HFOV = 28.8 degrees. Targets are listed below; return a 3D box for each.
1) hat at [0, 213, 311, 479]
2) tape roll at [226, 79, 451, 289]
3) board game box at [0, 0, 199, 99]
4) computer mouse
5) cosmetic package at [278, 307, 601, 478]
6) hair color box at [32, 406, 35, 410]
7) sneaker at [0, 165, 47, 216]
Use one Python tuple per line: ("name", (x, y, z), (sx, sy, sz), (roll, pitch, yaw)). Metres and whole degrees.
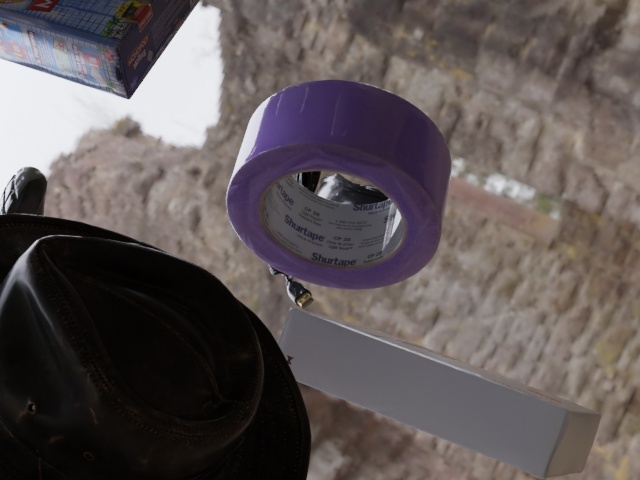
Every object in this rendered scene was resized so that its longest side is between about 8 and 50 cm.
("hat", (-0.140, 0.080, 0.825), (0.331, 0.331, 0.134), (-44, -9, -42))
("tape roll", (0.017, -0.045, 1.092), (0.189, 0.189, 0.080), (87, -168, -49))
("board game box", (-0.232, -0.221, 1.172), (0.194, 0.194, 0.060), (-66, -21, -44))
("computer mouse", (0.000, 0.000, 1.514), (0.060, 0.262, 0.184), (12, -82, -29))
("cosmetic package", (0.159, 0.201, 1.636), (0.284, 0.377, 0.097), (17, -89, -68))
("hair color box", (-0.371, 0.209, 1.390), (0.053, 0.093, 0.167), (-52, 26, 40))
("sneaker", (-0.388, 0.023, 1.643), (0.101, 0.106, 0.267), (-105, 32, -56))
